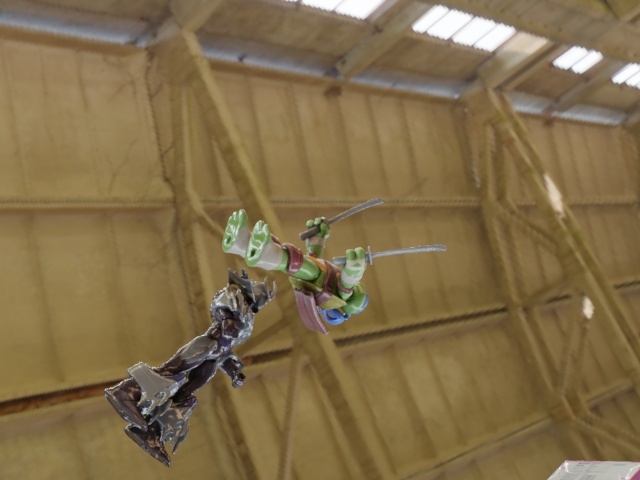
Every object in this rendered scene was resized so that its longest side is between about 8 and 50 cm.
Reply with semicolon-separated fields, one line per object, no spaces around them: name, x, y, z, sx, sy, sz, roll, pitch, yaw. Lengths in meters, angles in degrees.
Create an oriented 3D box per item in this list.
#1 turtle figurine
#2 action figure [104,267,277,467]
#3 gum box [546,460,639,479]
turtle figurine;0.000;0.000;1.547;0.266;0.275;0.198;20;-144;-33
action figure;-0.148;0.151;1.273;0.099;0.185;0.285;27;-122;26
gum box;0.435;0.396;1.455;0.062;0.188;0.107;-35;-84;-27
